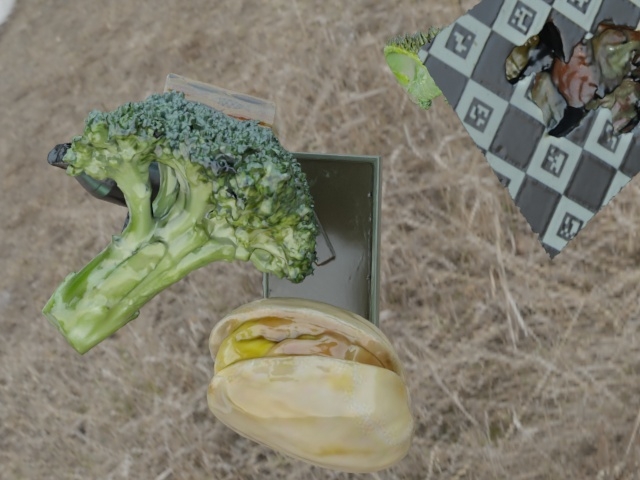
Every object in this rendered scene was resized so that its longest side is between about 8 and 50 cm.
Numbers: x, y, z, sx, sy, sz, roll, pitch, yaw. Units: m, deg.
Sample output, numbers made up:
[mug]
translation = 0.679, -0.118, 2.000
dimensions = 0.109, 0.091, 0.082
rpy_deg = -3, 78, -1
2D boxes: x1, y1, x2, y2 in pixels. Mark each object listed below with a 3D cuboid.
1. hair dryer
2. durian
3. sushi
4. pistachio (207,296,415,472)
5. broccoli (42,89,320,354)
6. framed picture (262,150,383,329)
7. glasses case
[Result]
[hair dryer]
translation = -0.335, -0.019, 1.947
dimensions = 0.116, 0.244, 0.302
rpy_deg = 24, 98, 56
[durian]
translation = 0.138, -0.215, 1.499
dimensions = 0.086, 0.100, 0.215
rpy_deg = -18, 8, -12
[sushi]
translation = 0.265, -0.176, 1.352
dimensions = 0.292, 0.294, 0.059
rpy_deg = -41, 25, -16
[pistachio]
translation = -0.003, 0.201, 1.624
dimensions = 0.309, 0.230, 0.229
rpy_deg = 20, 55, -18
[broccoli]
translation = -0.177, -0.003, 1.667
dimensions = 0.353, 0.397, 0.275
rpy_deg = 15, 23, -4
[framed picture]
translation = 0.000, 0.000, 1.805
dimensions = 0.192, 0.018, 0.265
rpy_deg = 6, 102, 24
[glasses case]
translation = -0.154, -0.200, 1.835
dimensions = 0.170, 0.041, 0.064
rpy_deg = 14, 78, -14
